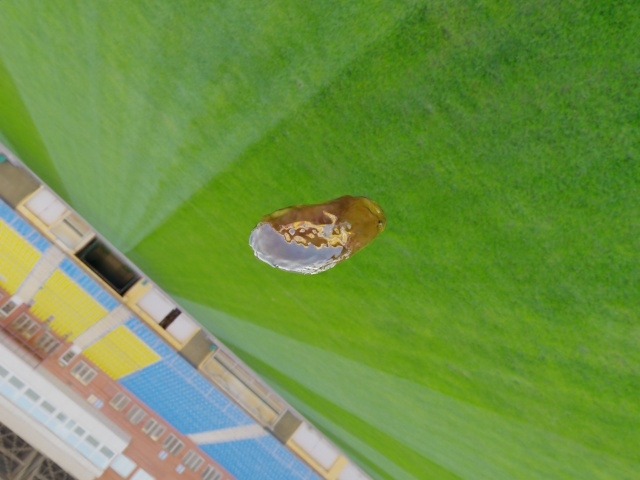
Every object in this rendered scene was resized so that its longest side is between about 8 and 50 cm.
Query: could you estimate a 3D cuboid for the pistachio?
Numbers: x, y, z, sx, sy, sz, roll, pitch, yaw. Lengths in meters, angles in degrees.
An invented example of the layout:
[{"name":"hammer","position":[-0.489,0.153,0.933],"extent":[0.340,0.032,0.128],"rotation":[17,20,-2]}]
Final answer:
[{"name":"pistachio","position":[0.000,0.000,0.606],"extent":[0.049,0.173,0.089],"rotation":[-103,1,-63]}]
